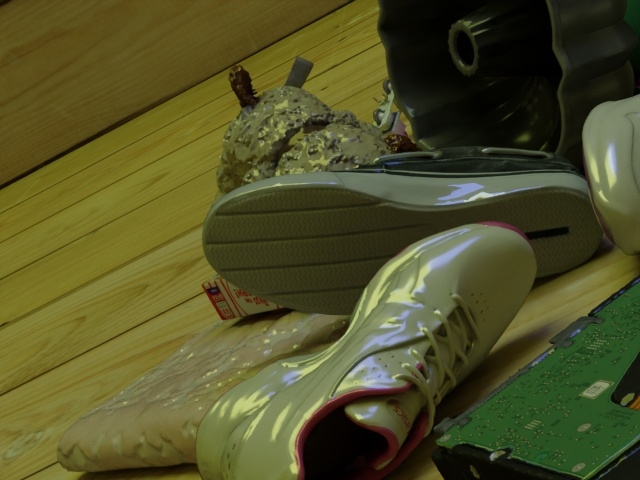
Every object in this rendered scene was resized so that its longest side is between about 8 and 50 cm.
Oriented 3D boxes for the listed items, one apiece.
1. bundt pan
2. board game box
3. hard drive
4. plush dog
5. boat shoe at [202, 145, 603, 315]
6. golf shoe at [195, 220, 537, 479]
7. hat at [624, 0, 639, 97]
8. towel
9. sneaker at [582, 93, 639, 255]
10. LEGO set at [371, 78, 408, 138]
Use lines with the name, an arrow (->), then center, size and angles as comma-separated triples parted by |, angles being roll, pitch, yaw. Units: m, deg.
bundt pan -> 0.188, -0.197, 1.623 | 0.124, 0.331, 0.331 | -17, 8, -24
board game box -> 0.000, 0.000, 1.597 | 0.193, 0.045, 0.147 | -37, 13, -33
hard drive -> 0.230, 0.093, 0.954 | 0.237, 0.064, 0.339 | -34, 15, -19
plush dog -> -0.007, -0.086, 1.899 | 0.262, 0.210, 0.225 | -34, 37, -21
boat shoe -> 0.069, -0.014, 1.426 | 0.335, 0.121, 0.119 | -1, 22, -2
golf shoe -> 0.058, 0.102, 1.224 | 0.306, 0.115, 0.140 | -40, 26, -14
hat -> 0.274, -0.172, 1.643 | 0.208, 0.173, 0.183 | -34, 17, 32
towel -> -0.046, 0.101, 1.524 | 0.332, 0.053, 0.317 | -15, 20, 49
sneaker -> 0.312, -0.094, 1.360 | 0.152, 0.114, 0.305 | -18, 17, 41
LEGO set -> 0.198, -0.189, 2.066 | 0.287, 0.107, 0.132 | -7, 60, 48
